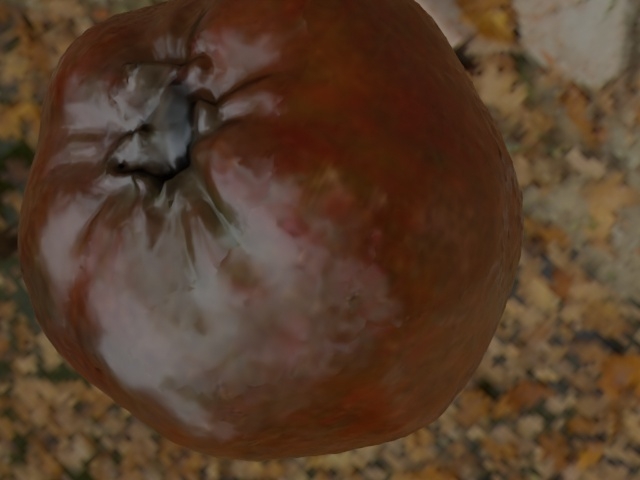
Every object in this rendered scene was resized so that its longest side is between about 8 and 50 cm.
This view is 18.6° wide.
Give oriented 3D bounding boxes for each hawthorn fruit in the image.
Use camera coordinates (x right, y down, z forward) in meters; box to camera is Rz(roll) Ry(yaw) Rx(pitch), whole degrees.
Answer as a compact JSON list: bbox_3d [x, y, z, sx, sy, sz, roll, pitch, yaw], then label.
[{"bbox_3d":[0.000,0.000,0.842,0.210,0.262,0.210,-11,69,31],"label":"hawthorn fruit"}]
